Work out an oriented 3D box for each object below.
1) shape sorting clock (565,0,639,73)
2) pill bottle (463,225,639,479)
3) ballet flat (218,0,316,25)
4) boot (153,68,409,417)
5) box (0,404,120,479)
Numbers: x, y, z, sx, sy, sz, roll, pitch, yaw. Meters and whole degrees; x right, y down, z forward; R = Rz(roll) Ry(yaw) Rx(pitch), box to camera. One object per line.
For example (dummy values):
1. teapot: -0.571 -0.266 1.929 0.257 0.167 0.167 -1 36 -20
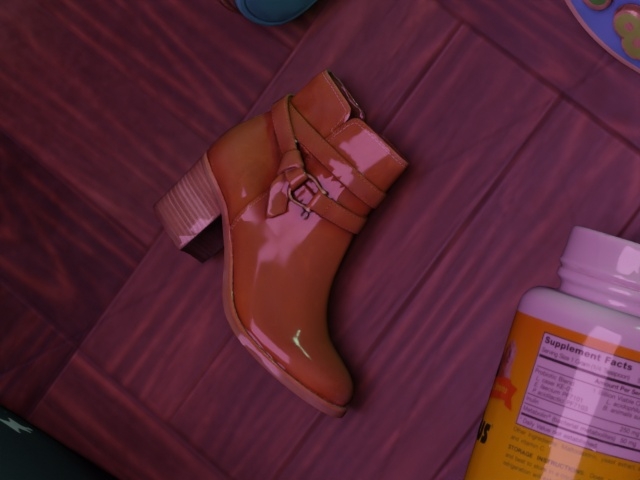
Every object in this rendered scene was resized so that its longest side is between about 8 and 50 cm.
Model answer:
1. shape sorting clock: 0.230 -0.175 1.155 0.206 0.040 0.206 14 125 22
2. pill bottle: 0.158 0.105 1.170 0.117 0.117 0.215 18 92 19
3. ballet flat: 0.052 -0.280 1.248 0.342 0.116 0.124 -39 57 16
4. boot: 0.000 0.000 1.255 0.152 0.073 0.197 -38 79 8
5. box: -0.181 0.412 1.175 0.480 0.297 0.471 29 94 18
